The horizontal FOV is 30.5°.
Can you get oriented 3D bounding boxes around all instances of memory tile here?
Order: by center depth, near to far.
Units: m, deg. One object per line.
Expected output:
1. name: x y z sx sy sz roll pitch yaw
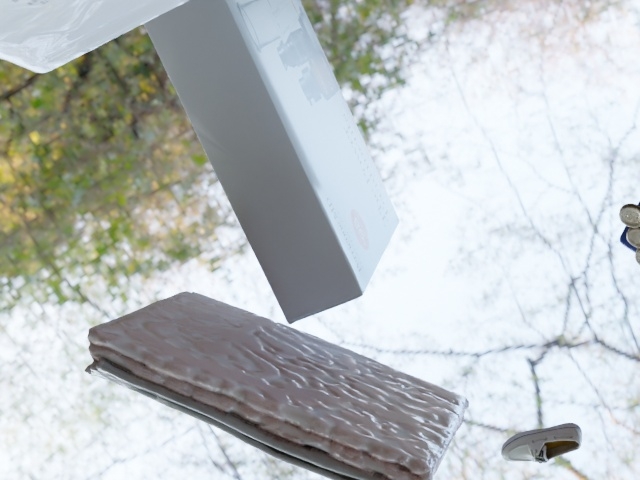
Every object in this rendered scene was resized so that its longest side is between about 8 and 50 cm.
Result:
1. memory tile: 0.490 -0.012 1.608 0.148 0.113 0.012 -7 -146 38

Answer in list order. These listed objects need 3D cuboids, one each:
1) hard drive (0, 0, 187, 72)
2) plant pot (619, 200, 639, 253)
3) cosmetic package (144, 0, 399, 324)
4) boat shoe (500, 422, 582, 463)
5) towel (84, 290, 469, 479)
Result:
1. hard drive: -0.218 -0.196 0.674 0.210 0.319 0.040 -18 -113 33
2. plant pot: 0.640 -0.025 1.772 0.236 0.236 0.212 -63 -144 18
3. cosmetic package: -0.046 -0.134 1.261 0.098 0.377 0.284 -22 -169 19
4. boat shoe: 0.259 0.244 1.378 0.100 0.035 0.035 -17 -152 18
5. towel: -0.029 0.141 1.136 0.332 0.053 0.317 22 -171 10
